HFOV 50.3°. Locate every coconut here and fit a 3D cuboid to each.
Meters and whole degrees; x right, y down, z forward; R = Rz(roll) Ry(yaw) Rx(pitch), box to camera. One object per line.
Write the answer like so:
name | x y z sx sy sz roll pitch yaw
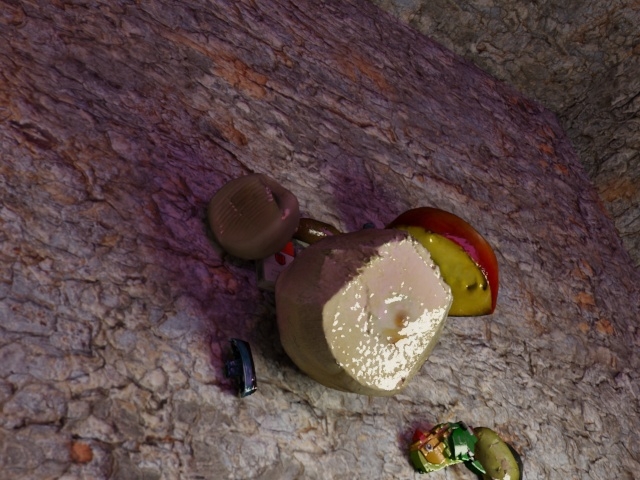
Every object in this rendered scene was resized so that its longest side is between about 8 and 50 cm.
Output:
coconut | 0.080 0.164 1.592 0.405 0.404 0.404 27 41 -26

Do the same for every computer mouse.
computer mouse | 0.524 0.615 1.874 0.079 0.047 0.135 23 45 -29

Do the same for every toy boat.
toy boat | -0.176 0.271 1.468 0.061 0.060 0.137 -2 61 -18

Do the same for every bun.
bun | -0.158 -0.058 1.692 0.229 0.230 0.145 63 8 20

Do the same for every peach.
peach | 0.365 0.061 2.010 0.380 0.306 0.242 53 41 -1

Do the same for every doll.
doll | 0.309 0.521 1.691 0.187 0.106 0.134 2 68 -25

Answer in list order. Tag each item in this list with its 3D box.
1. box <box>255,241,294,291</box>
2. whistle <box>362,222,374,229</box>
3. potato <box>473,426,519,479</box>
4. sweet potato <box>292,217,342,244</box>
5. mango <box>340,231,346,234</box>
box | -0.116 0.060 1.738 0.100 0.048 0.152 22 41 -34
whistle | 0.144 0.023 2.042 0.039 0.039 0.186 30 39 -23
potato | 0.459 0.582 1.809 0.105 0.085 0.188 -11 60 -26
sweet potato | -0.004 -0.006 1.875 0.346 0.079 0.108 27 30 -33
mango | 0.075 0.012 1.979 0.089 0.046 0.060 44 35 -28
